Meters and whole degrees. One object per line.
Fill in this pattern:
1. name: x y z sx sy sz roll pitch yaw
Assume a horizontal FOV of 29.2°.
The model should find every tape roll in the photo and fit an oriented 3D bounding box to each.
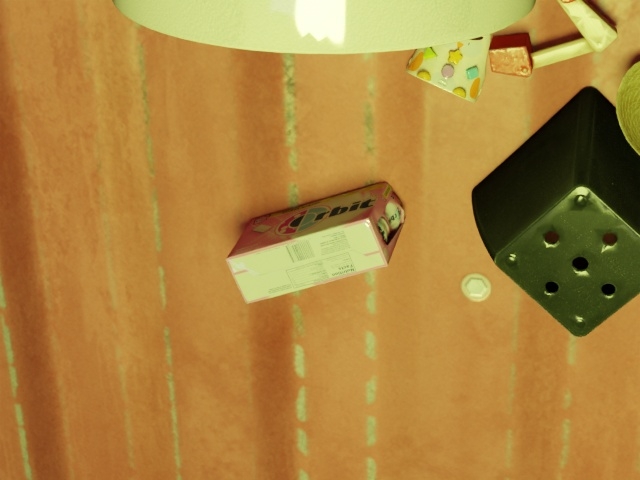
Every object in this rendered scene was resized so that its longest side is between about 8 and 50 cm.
1. tape roll: 0.005 -0.258 1.102 0.392 0.392 0.072 6 117 12

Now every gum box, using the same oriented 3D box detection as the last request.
1. gum box: 0.000 0.000 1.391 0.188 0.107 0.062 -15 111 21

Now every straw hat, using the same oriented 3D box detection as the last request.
1. straw hat: 0.360 -0.116 1.260 0.144 0.144 0.061 28 160 0

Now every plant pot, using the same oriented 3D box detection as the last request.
1. plant pot: 0.275 -0.011 1.280 0.188 0.167 0.187 41 119 -9

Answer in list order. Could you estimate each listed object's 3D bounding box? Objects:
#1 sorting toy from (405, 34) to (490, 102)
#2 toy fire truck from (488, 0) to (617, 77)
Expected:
1. sorting toy: 0.142 -0.196 1.300 0.083 0.045 0.075 24 100 2
2. toy fire truck: 0.265 -0.238 1.236 0.192 0.047 0.135 -1 116 14
